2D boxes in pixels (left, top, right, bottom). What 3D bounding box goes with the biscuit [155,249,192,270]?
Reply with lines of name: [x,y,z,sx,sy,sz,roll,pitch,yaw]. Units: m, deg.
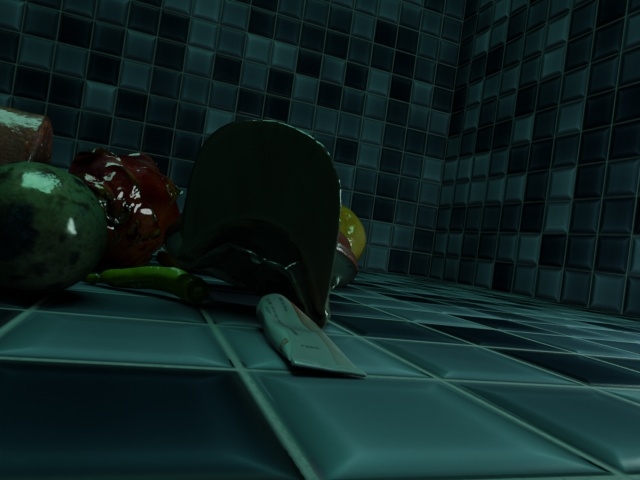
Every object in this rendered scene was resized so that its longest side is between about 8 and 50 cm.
biscuit: [-0.281,0.054,1.205,0.277,0.043,0.301,6,-1,-34]

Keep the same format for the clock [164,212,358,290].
clock: [-0.097,0.033,0.812,0.318,0.081,0.318,6,-20,2]

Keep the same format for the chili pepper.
chili pepper: [-0.225,0.054,0.660,0.207,0.049,0.043,4,-36,25]

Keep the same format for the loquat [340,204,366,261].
loquat: [0.000,0.000,1.258,0.243,0.244,0.244,8,-1,0]

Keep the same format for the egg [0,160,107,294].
egg: [-0.308,-0.010,0.538,0.141,0.141,0.181,8,-10,-16]

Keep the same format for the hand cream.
hand cream: [-0.025,0.084,0.464,0.052,0.038,0.216,-17,12,-15]

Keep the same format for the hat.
hat: [-0.050,-0.014,0.614,0.214,0.245,0.149,24,11,16]

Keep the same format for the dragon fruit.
dragon fruit: [-0.404,-0.062,0.999,0.250,0.251,0.315,8,6,24]

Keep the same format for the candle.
candle: [-0.613,-0.093,0.990,0.131,0.317,0.287,11,39,-19]
